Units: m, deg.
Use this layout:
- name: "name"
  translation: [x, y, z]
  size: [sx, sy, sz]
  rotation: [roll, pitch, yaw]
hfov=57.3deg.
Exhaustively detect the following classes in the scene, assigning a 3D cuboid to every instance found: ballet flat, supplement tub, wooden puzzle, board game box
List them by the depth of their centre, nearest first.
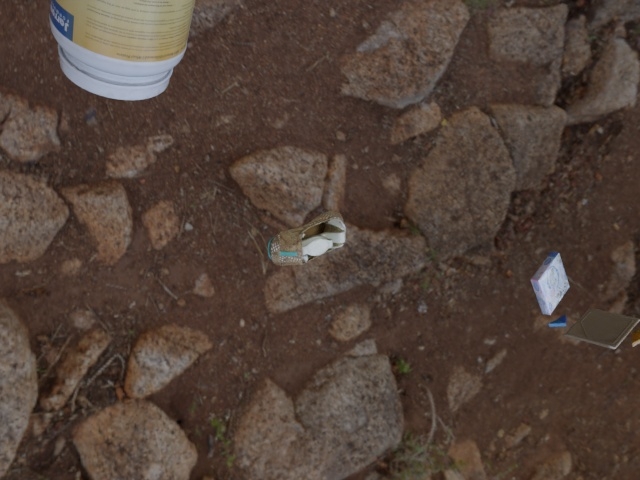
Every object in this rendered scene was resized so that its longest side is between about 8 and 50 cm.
- name: "supplement tub"
  translation: [-0.205, -0.266, 0.616]
  size: [0.145, 0.144, 0.199]
  rotation: [-1, 138, -28]
- name: "wooden puzzle"
  translation: [0.363, 0.114, 0.753]
  size: [0.079, 0.116, 0.014]
  rotation: [-27, 112, -23]
- name: "ballet flat"
  translation: [0.000, 0.000, 0.947]
  size: [0.206, 0.067, 0.072]
  rotation: [-29, 121, -52]
- name: "board game box"
  translation: [0.457, 0.085, 1.164]
  size: [0.090, 0.020, 0.090]
  rotation: [-43, 119, -30]
